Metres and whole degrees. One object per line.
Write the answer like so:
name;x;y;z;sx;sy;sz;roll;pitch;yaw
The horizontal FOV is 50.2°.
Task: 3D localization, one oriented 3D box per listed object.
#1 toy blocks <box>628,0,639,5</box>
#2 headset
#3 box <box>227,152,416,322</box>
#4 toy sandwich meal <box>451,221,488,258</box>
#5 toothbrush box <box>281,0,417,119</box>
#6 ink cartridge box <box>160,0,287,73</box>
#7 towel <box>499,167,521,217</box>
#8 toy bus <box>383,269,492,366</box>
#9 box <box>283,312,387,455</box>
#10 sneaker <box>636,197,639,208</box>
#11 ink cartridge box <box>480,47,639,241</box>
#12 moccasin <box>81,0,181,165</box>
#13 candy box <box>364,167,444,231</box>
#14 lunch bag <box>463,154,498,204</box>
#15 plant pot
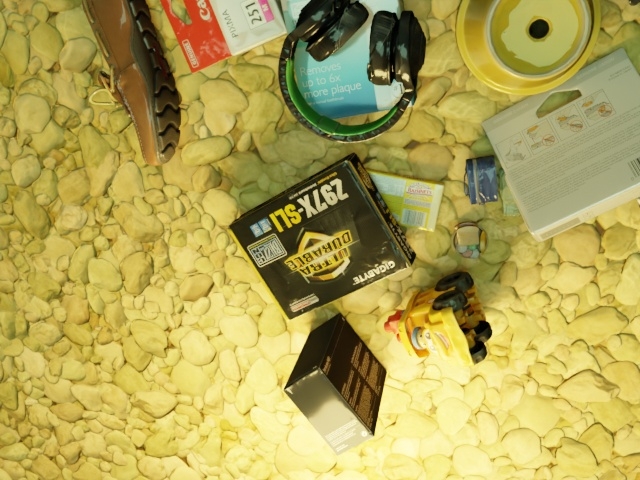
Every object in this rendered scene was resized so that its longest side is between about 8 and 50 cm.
toy blocks;0.413;-0.581;1.016;0.288;0.309;0.260;19;124;-35
headset;0.065;-0.339;1.144;0.243;0.185;0.394;23;121;1
box;0.000;0.000;1.449;0.322;0.079;0.257;-26;100;26
toy sandwich meal;0.313;0.001;1.429;0.085;0.029;0.086;4;109;10
toothbrush box;0.056;-0.390;1.295;0.216;0.126;0.296;-6;106;13
ink cartridge box;-0.216;-0.498;1.349;0.238;0.060;0.275;-19;104;16
towel;0.436;-0.103;1.369;0.148;0.027;0.110;-8;108;14
toy bus;0.229;0.175;1.412;0.211;0.220;0.150;-17;102;23
box;0.039;0.298;1.463;0.103;0.261;0.184;-33;99;20
sneaker;0.601;-0.098;1.316;0.132;0.086;0.229;-9;97;19
ink cartridge box;0.489;-0.177;1.282;0.296;0.066;0.261;-27;63;20
moccasin;-0.393;-0.336;1.397;0.147;0.139;0.380;-13;105;16
candy box;0.148;-0.089;1.432;0.205;0.027;0.105;12;110;8
lunch bag;0.319;-0.117;1.367;0.065;0.067;0.098;-5;109;13
plant pot;0.362;-0.370;1.179;0.253;0.239;0.254;4;110;10
